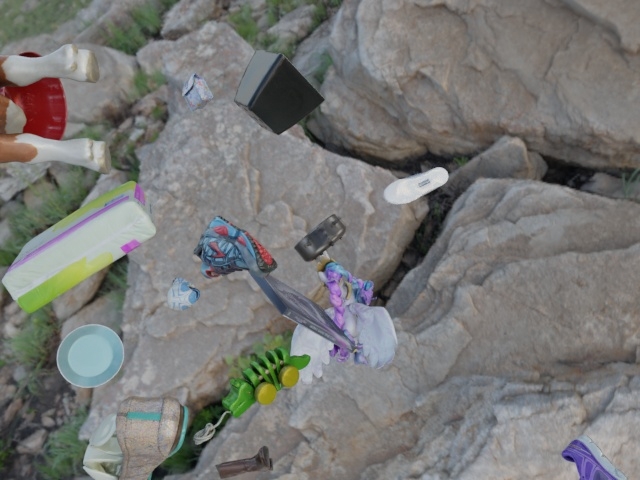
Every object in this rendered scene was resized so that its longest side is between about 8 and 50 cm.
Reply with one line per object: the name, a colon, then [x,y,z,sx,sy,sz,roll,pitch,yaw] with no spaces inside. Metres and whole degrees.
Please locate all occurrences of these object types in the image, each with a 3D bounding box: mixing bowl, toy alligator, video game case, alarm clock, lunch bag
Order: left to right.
mixing bowl: [-0.575,-0.259,0.998,0.098,0.181,0.181,-1,57,8]
lunch bag: [-0.354,-0.419,1.494,0.071,0.083,0.053,-24,3,46]
toy alligator: [-0.093,0.190,0.698,0.189,0.051,0.056,-30,20,-29]
video game case: [-0.043,0.171,1.306,0.026,0.274,0.196,-50,42,2]
alarm clock: [0.000,0.000,1.293,0.129,0.192,0.064,-39,91,-10]

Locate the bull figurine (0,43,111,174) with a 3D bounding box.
bull figurine: [-0.238,-0.099,0.303,0.188,0.310,0.101,-4,77,-6]

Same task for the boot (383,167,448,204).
boot: [0.250,-0.140,1.436,0.190,0.086,0.069,-19,89,-11]

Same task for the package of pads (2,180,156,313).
package of pads: [-0.493,-0.001,1.111,0.296,0.101,0.229,-32,24,-7]

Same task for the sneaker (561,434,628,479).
sneaker: [0.480,0.415,0.895,0.071,0.068,0.170,-37,31,3]

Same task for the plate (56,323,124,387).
plate: [-0.696,0.349,1.602,0.024,0.188,0.188,-16,44,60]

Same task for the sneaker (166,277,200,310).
sneaker: [-0.390,0.155,1.519,0.086,0.237,0.085,5,92,-12]

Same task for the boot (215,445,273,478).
boot: [-0.154,0.436,1.032,0.114,0.106,0.037,-6,48,0]

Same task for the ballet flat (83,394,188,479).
ballet flat: [-0.285,0.303,0.774,0.316,0.106,0.107,-56,31,40]

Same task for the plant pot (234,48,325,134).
plant pot: [-0.137,-0.415,1.518,0.167,0.187,0.188,-51,36,0]

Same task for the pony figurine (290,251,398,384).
pony figurine: [0.073,0.236,1.527,0.303,0.363,0.351,-13,61,13]

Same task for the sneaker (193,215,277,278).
sneaker: [-0.188,0.042,1.120,0.125,0.104,0.262,-50,34,-10]
